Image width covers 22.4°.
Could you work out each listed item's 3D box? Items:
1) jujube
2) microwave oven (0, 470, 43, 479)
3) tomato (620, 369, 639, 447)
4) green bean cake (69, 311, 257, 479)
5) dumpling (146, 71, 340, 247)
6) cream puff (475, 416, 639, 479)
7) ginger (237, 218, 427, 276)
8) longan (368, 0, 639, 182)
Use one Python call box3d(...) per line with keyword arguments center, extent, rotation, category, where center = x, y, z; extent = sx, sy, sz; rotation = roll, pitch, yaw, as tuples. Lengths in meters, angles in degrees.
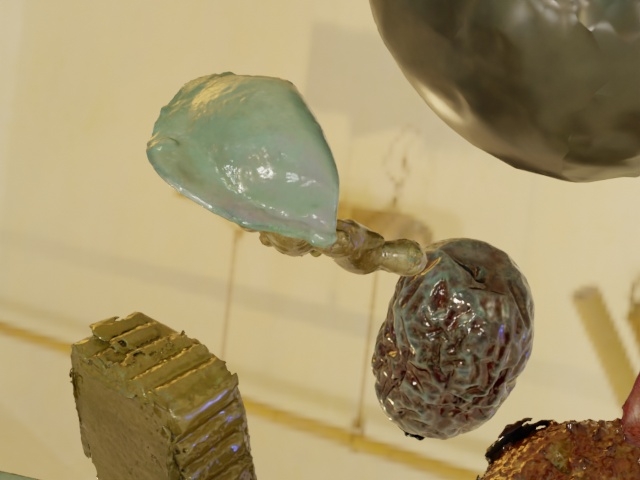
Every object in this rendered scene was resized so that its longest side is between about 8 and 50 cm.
box3d(center=(0.183, 0.143, 2.253), extent=(0.226, 0.317, 0.226), rotation=(8, -133, -9), category="jujube")
box3d(center=(-0.372, 0.410, 1.631), extent=(0.333, 0.394, 0.247), rotation=(13, -134, -6), category="microwave oven")
box3d(center=(0.359, 0.124, 1.477), extent=(0.099, 0.173, 0.189), rotation=(28, -154, 29), category="tomato")
box3d(center=(-0.180, 0.212, 1.872), extent=(0.131, 0.229, 0.224), rotation=(-27, -145, -31), category="green bean cake")
box3d(center=(-0.065, -0.066, 1.416), extent=(0.149, 0.216, 0.105), rotation=(-28, 146, -5), category="dumpling")
box3d(center=(0.324, 0.365, 1.834), extent=(0.350, 0.350, 0.229), rotation=(4, 177, -28), category="cream puff")
box3d(center=(0.000, 0.000, 1.575), extent=(0.193, 0.052, 0.176), rotation=(12, -179, 13), category="ginger")
box3d(center=(0.245, -0.269, 1.566), extent=(0.404, 0.436, 0.404), rotation=(-35, 173, -5), category="longan")
